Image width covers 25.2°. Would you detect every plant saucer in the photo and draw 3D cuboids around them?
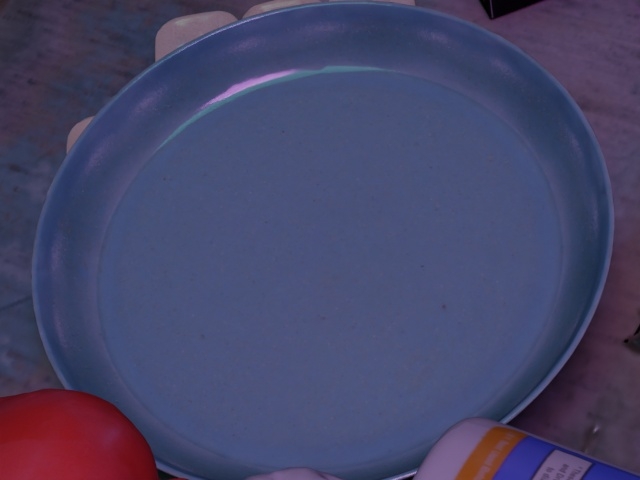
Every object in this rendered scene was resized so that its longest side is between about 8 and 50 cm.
[{"bbox_3d":[0.000,0.000,0.788,0.318,0.043,0.317,-5,57,8],"label":"plant saucer"}]

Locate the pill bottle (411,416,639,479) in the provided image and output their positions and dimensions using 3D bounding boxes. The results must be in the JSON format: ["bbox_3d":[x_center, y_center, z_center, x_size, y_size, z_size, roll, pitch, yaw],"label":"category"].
[{"bbox_3d":[0.161,0.186,0.596,0.272,0.152,0.152,18,63,22],"label":"pill bottle"}]

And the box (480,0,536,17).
[{"bbox_3d":[0.191,-0.279,0.921,0.261,0.103,0.184,-21,59,-2],"label":"box"}]

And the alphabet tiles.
[{"bbox_3d":[-0.013,-0.037,0.853,0.284,0.021,0.278,-10,56,5],"label":"alphabet tiles"}]

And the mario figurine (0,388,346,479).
[{"bbox_3d":[-0.054,0.174,0.543,0.170,0.320,0.198,-14,56,3],"label":"mario figurine"}]
